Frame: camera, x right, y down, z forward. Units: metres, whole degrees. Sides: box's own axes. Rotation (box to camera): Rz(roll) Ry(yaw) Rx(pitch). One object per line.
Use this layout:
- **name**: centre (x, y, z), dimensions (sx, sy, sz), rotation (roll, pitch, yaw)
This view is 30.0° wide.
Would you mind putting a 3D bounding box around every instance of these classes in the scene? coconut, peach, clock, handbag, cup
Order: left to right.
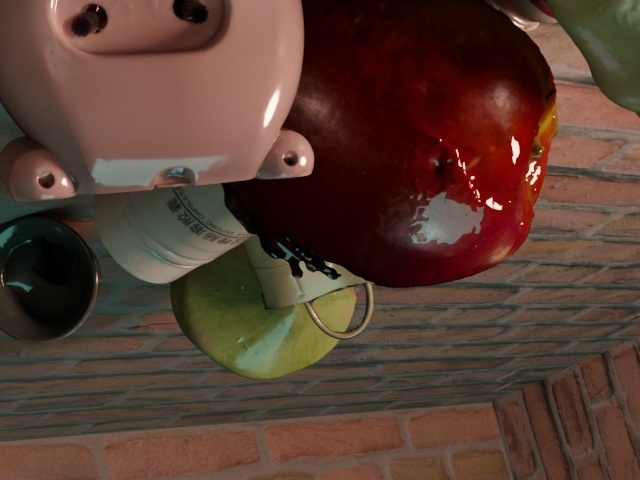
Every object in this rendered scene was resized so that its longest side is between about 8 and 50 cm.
- **cup**: centre (-0.425, 0.059, 1.917), dimensions (0.199, 0.199, 0.150), rotation (-17, 179, 11)
- **clock**: centre (-0.164, -0.209, 1.108), dimensions (0.342, 0.326, 0.184), rotation (-6, -174, -25)
- **coconut**: centre (-0.099, 0.091, 2.032), dimensions (0.328, 0.281, 0.328), rotation (20, 175, 2)
- **handbag**: centre (0.000, 0.000, 1.828), dimensions (0.241, 0.315, 0.109), rotation (-17, -159, 11)
- **peach**: centre (0.059, -0.143, 1.362), dimensions (0.416, 0.353, 0.339), rotation (15, -150, 23)

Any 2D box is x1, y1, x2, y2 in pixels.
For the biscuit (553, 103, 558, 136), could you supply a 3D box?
- **biscuit**: centre (0.258, -0.165, 1.934), dimensions (0.254, 0.029, 0.172), rotation (-16, 161, 8)

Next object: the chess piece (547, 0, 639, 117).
- **chess piece**: centre (0.247, -0.291, 1.110), dimensions (0.442, 0.234, 0.234), rotation (29, 142, -23)

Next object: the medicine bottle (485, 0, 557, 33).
- **medicine bottle**: centre (0.286, -0.331, 1.333), dimensions (0.131, 0.131, 0.250), rotation (5, 153, -43)

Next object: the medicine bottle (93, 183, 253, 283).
- **medicine bottle**: centre (-0.152, -0.081, 1.649), dimensions (0.190, 0.190, 0.332), rotation (6, 152, -44)
